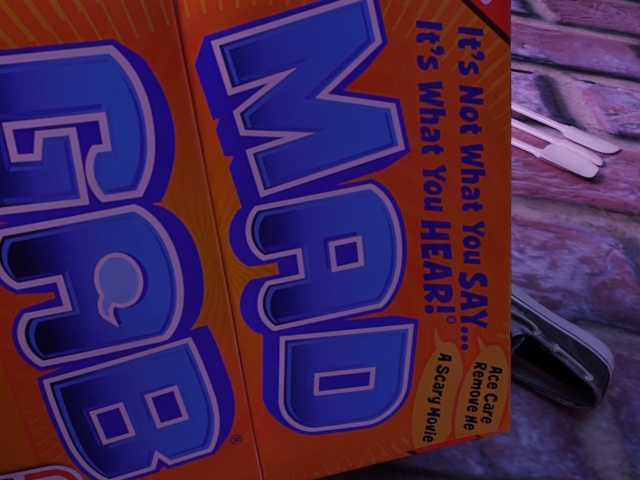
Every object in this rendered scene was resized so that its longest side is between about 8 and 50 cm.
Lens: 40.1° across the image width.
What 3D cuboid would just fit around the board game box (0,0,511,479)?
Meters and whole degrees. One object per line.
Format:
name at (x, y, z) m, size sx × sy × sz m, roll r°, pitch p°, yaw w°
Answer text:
board game box at (-0.094, -0.065, 0.648) m, size 0.356 × 0.356 × 0.356 m, roll -11°, pitch 29°, yaw -9°

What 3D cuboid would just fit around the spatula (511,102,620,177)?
spatula at (0.326, -0.169, 1.344) m, size 0.242 × 0.019 × 0.168 m, roll 29°, pitch 39°, yaw 21°

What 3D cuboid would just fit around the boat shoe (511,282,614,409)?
boat shoe at (0.187, 0.094, 0.879) m, size 0.219 × 0.078 × 0.070 m, roll 27°, pitch 36°, yaw 15°
